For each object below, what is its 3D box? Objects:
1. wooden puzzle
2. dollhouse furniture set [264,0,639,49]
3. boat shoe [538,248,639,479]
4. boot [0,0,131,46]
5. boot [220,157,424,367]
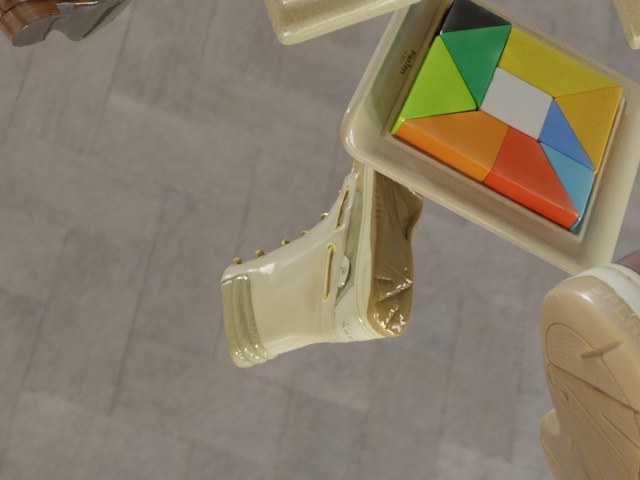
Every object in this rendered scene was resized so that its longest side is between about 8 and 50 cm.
[{"bbox_3d":[0.150,-0.099,1.134,0.239,0.044,0.221,31,51,-7],"label":"wooden puzzle"},{"bbox_3d":[0.080,-0.174,0.443,0.259,0.262,0.135,-19,68,5],"label":"dollhouse furniture set"},{"bbox_3d":[0.155,0.083,0.638,0.092,0.285,0.103,-29,59,-6],"label":"boat shoe"},{"bbox_3d":[-0.161,-0.158,0.765,0.114,0.037,0.106,52,26,7],"label":"boot"},{"bbox_3d":[0.000,0.000,1.493,0.095,0.203,0.262,38,46,-42],"label":"boot"}]
